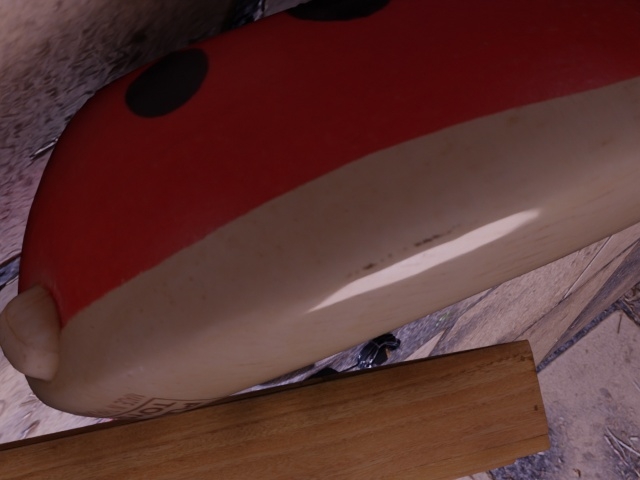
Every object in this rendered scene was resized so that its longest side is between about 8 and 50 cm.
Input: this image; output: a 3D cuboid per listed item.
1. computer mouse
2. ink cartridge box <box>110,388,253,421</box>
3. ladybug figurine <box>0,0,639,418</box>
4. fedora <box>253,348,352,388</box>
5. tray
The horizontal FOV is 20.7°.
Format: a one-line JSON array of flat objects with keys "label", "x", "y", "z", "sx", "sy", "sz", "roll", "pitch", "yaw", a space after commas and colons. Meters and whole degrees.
[{"label": "computer mouse", "x": 0.023, "y": 0.159, "z": 1.904, "sx": 0.242, "sy": 0.041, "sz": 0.071, "roll": -29, "pitch": 160, "yaw": -49}, {"label": "ink cartridge box", "x": -0.112, "y": 0.181, "z": 1.459, "sx": 0.115, "sy": 0.067, "sz": 0.198, "roll": -20, "pitch": 160, "yaw": -15}, {"label": "ladybug figurine", "x": 0.026, "y": -0.041, "z": 0.906, "sx": 0.449, "sy": 0.162, "sz": 0.305, "roll": -21, "pitch": 179, "yaw": -38}, {"label": "fedora", "x": 0.000, "y": 0.000, "z": 1.156, "sx": 0.275, "sy": 0.124, "sz": 0.244, "roll": -34, "pitch": 165, "yaw": -33}, {"label": "tray", "x": -0.091, "y": 0.132, "z": 0.968, "sx": 0.411, "sy": 0.076, "sz": 0.203, "roll": -7, "pitch": 175, "yaw": -37}]
